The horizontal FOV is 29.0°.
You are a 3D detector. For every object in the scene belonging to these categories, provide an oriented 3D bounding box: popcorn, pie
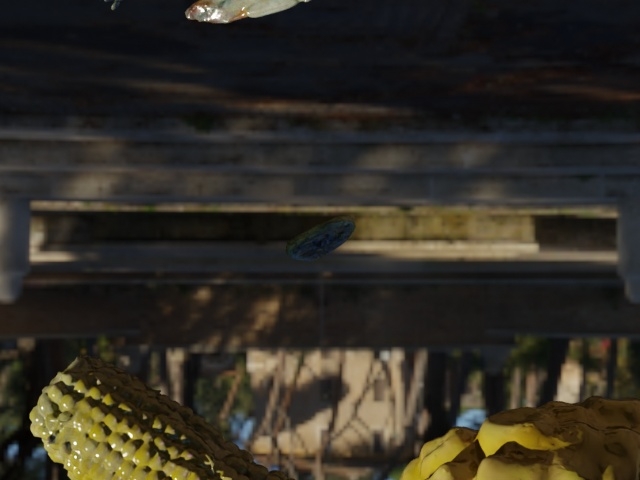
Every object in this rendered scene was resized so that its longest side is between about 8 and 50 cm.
[{"bbox_3d":[0.189,0.286,1.037,0.349,0.349,0.381,1,175,-30],"label":"popcorn"},{"bbox_3d":[0.001,-0.001,1.322,0.084,0.021,0.084,-25,163,-8],"label":"pie"}]

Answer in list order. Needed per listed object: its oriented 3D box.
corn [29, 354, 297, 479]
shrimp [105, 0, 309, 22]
[{"bbox_3d":[-0.039,0.168,0.708,0.288,0.086,0.086,36,-179,4],"label":"corn"},{"bbox_3d":[-0.087,-0.333,1.391,0.360,0.247,0.085,-21,144,9],"label":"shrimp"}]
